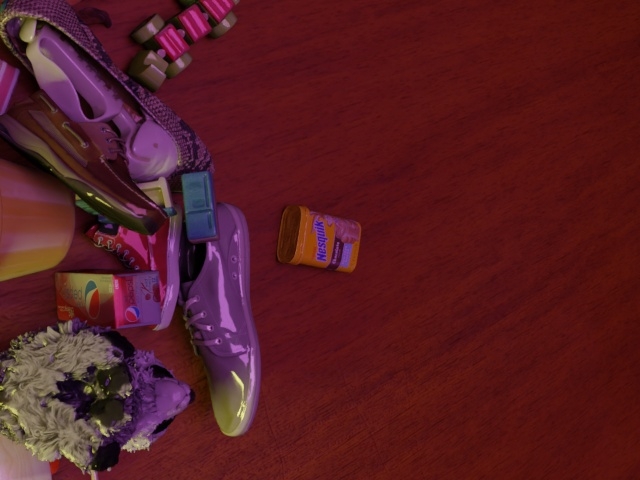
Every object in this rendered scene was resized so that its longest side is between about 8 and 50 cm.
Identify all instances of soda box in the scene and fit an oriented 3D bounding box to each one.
[{"bbox_3d":[-0.366,0.095,1.459,0.083,0.263,0.092,-4,91,-37],"label":"soda box"}]

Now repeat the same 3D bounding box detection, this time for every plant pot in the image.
[{"bbox_3d":[-0.538,-0.033,1.366,0.239,0.254,0.254,2,89,-52],"label":"plant pot"}]

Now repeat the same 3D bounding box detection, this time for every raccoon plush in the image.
[{"bbox_3d":[-0.433,0.226,1.399,0.446,0.299,0.216,18,80,3],"label":"raccoon plush"}]

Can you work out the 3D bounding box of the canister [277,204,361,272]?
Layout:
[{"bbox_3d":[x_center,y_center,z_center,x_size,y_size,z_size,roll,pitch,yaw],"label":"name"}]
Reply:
[{"bbox_3d":[0.000,0.000,1.842,0.170,0.073,0.126,12,83,-37],"label":"canister"}]

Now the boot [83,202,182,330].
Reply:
[{"bbox_3d":[-0.353,0.044,1.585,0.176,0.088,0.244,4,84,-32],"label":"boot"}]

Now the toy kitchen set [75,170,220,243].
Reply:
[{"bbox_3d":[-0.290,-0.059,1.461,0.207,0.166,0.122,-8,79,1],"label":"toy kitchen set"}]

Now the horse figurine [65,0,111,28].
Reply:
[{"bbox_3d":[-0.462,-0.487,1.517,0.174,0.066,0.263,-41,110,-35],"label":"horse figurine"}]

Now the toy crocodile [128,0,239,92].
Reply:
[{"bbox_3d":[-0.248,-0.415,1.645,0.340,0.105,0.115,-50,117,-25],"label":"toy crocodile"}]

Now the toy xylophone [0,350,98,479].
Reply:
[{"bbox_3d":[-0.499,0.341,1.433,0.236,0.081,0.323,4,75,-35],"label":"toy xylophone"}]

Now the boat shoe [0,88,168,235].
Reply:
[{"bbox_3d":[-0.364,-0.134,1.337,0.324,0.122,0.120,35,78,14],"label":"boat shoe"}]

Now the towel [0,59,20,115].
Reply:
[{"bbox_3d":[-0.614,-0.264,1.431,0.197,0.029,0.144,26,75,-35],"label":"towel"}]

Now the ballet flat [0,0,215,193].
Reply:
[{"bbox_3d":[-0.379,-0.224,1.501,0.164,0.182,0.483,-34,116,17],"label":"ballet flat"}]

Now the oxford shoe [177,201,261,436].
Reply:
[{"bbox_3d":[-0.205,0.149,1.639,0.130,0.169,0.449,-2,84,-39],"label":"oxford shoe"}]
